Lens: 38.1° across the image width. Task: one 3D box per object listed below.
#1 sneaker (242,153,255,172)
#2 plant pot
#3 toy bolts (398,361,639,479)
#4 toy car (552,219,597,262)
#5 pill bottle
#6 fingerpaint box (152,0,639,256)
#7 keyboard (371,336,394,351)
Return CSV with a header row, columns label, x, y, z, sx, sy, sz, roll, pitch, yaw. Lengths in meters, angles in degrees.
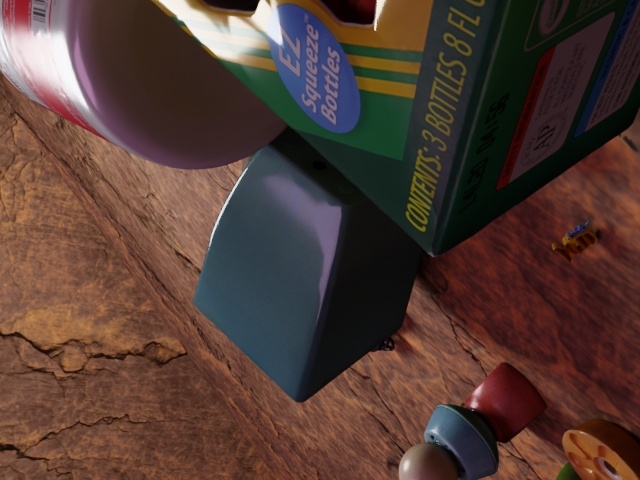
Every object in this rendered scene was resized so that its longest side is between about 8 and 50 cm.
label,x,y,z,sx,sy,sz,roll,pitch,yaw
sneaker,-0.054,-0.111,1.036,0.071,0.066,0.188,27,157,20
plant pot,0.000,0.000,0.901,0.165,0.165,0.234,41,141,22
toy bolts,0.190,0.242,0.900,0.228,0.158,0.218,45,159,22
toy car,0.163,-0.045,0.689,0.122,0.060,0.040,42,120,-18
pill bottle,-0.191,-0.216,0.891,0.407,0.229,0.229,27,148,54
fingerpaint box,0.003,-0.272,0.359,0.371,0.163,0.445,45,151,25
keyboard,0.056,0.095,1.171,0.108,0.023,0.180,59,162,4
